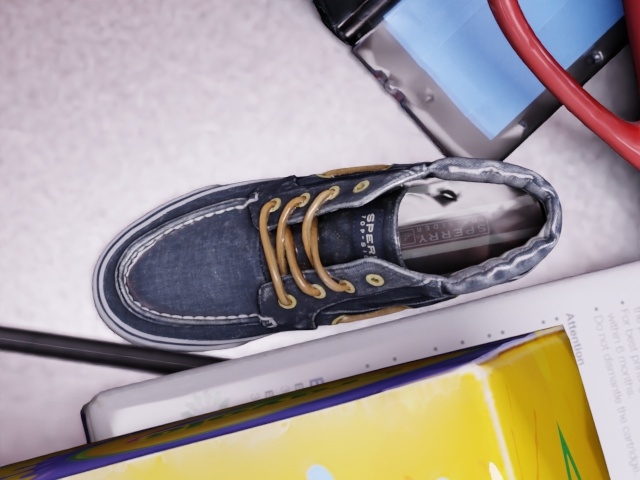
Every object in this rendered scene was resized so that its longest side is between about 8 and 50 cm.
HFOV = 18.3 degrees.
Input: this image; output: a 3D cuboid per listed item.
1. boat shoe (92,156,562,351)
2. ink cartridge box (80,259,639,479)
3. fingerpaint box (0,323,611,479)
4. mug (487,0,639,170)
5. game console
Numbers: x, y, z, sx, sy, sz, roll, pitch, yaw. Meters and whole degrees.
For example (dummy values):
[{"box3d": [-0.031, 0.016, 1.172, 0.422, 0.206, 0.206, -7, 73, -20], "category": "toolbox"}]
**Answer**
[{"box3d": [0.000, 0.000, 0.749, 0.183, 0.083, 0.065, -11, 86, 0], "category": "boat shoe"}, {"box3d": [0.106, 0.178, 0.752, 0.330, 0.071, 0.324, -13, 86, -11], "category": "ink cartridge box"}, {"box3d": [-0.093, 0.261, 0.625, 0.445, 0.163, 0.371, -17, 87, 16], "category": "fingerpaint box"}, {"box3d": [0.147, -0.089, 0.747, 0.150, 0.113, 0.169, -4, 108, 23], "category": "mug"}, {"box3d": [0.073, -0.119, 0.768, 0.144, 0.124, 0.085, -44, 63, -6], "category": "game console"}]
